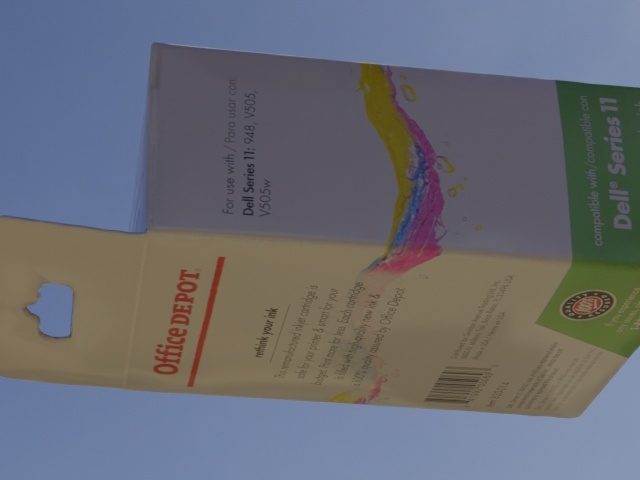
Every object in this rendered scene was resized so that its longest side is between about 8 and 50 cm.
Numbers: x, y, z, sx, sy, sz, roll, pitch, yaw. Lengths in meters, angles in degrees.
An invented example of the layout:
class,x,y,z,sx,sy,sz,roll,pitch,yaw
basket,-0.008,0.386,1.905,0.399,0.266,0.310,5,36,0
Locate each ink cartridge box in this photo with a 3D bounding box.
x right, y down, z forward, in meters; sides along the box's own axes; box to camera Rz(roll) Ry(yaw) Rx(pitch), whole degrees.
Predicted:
class,x,y,z,sx,sy,sz,roll,pitch,yaw
ink cartridge box,0.000,0.000,0.880,0.353,0.119,0.207,4,-28,-9
